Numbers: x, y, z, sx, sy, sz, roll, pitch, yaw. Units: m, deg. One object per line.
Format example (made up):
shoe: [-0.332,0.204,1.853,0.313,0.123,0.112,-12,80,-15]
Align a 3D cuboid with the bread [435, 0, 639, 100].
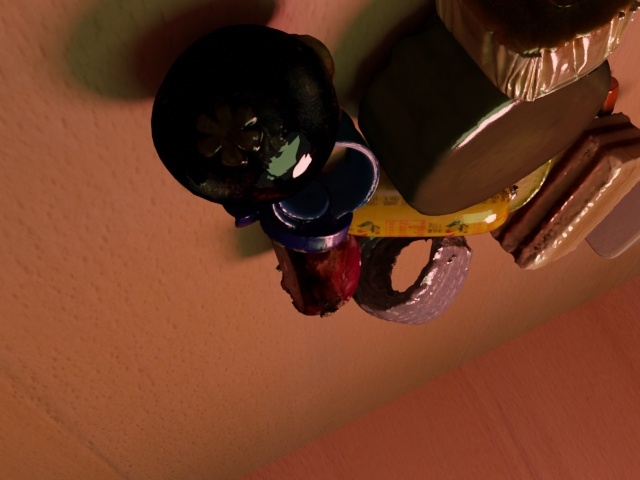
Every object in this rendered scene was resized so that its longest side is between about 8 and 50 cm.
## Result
bread: [0.261,-0.298,1.220,0.192,0.210,0.110,-26,155,-8]

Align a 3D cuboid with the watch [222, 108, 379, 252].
watch: [-0.024,-0.096,1.427,0.196,0.171,0.200,-15,141,-30]

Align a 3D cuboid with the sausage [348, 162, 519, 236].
sausage: [0.153,-0.067,1.628,0.347,0.123,0.123,-1,158,1]

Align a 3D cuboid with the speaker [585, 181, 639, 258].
speaker: [0.785,-0.142,2.320,0.184,0.183,0.406,-19,158,-38]

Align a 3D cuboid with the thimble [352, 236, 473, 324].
thimble: [0.173,0.052,1.935,0.236,0.205,0.172,-30,159,20]

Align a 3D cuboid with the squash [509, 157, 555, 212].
squash: [0.331,-0.182,1.798,0.233,0.210,0.309,-41,-174,26]

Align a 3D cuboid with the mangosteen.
mangosteen: [-0.080,-0.147,1.158,0.243,0.243,0.243,-25,159,-10]

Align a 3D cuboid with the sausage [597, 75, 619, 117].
sausage: [0.543,-0.271,1.891,0.041,0.039,0.131,-36,161,-2]

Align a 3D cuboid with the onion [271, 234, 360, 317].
onion: [0.006,0.052,1.686,0.140,0.218,0.195,-14,124,-16]

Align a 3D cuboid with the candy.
candy: [0.501,-0.094,1.958,0.179,0.135,0.321,-16,150,-49]

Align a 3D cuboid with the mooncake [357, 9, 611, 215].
mooncake: [0.234,-0.205,1.432,0.356,0.194,0.356,-29,161,-11]
